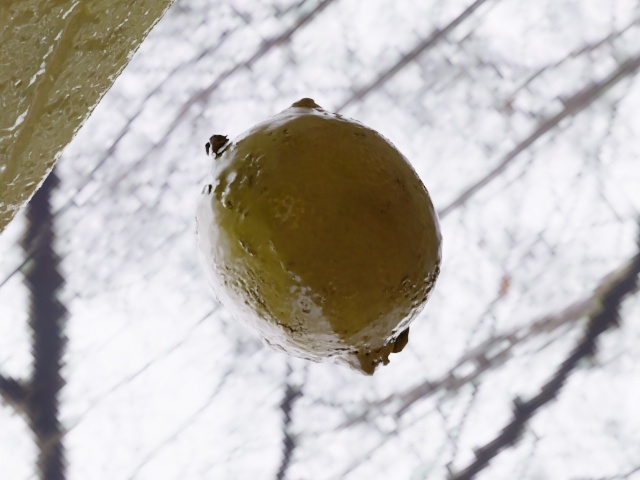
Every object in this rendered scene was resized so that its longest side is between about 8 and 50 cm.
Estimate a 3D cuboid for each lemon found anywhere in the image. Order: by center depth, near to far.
[{"bbox_3d":[0.000,0.000,1.417,0.173,0.173,0.206,-27,-90,-46],"label":"lemon"}]

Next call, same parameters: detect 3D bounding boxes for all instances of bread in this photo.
[{"bbox_3d":[-0.220,-0.114,1.077,0.167,0.264,0.163,47,-160,28],"label":"bread"}]
